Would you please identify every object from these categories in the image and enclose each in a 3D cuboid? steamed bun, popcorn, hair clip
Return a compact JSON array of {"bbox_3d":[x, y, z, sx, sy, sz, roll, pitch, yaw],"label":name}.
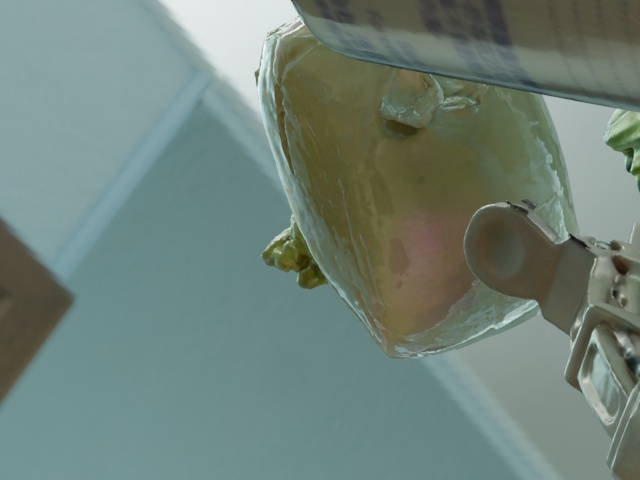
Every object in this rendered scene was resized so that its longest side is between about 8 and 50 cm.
[{"bbox_3d":[0.067,-0.049,1.155,0.152,0.170,0.238,-178,-115,-79],"label":"steamed bun"},{"bbox_3d":[0.000,-0.003,1.295,0.083,0.059,0.068,-17,-90,31],"label":"popcorn"},{"bbox_3d":[0.094,0.041,0.600,0.072,0.226,0.034,12,-68,-10],"label":"hair clip"}]

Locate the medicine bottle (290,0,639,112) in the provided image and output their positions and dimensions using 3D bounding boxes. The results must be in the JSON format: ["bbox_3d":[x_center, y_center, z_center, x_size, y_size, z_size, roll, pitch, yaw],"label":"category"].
[{"bbox_3d":[0.157,-0.089,0.539,0.341,0.130,0.130,14,-44,33],"label":"medicine bottle"}]

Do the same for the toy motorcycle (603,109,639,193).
[{"bbox_3d":[0.283,-0.131,1.123,0.206,0.142,0.342,32,-36,-4],"label":"toy motorcycle"}]
